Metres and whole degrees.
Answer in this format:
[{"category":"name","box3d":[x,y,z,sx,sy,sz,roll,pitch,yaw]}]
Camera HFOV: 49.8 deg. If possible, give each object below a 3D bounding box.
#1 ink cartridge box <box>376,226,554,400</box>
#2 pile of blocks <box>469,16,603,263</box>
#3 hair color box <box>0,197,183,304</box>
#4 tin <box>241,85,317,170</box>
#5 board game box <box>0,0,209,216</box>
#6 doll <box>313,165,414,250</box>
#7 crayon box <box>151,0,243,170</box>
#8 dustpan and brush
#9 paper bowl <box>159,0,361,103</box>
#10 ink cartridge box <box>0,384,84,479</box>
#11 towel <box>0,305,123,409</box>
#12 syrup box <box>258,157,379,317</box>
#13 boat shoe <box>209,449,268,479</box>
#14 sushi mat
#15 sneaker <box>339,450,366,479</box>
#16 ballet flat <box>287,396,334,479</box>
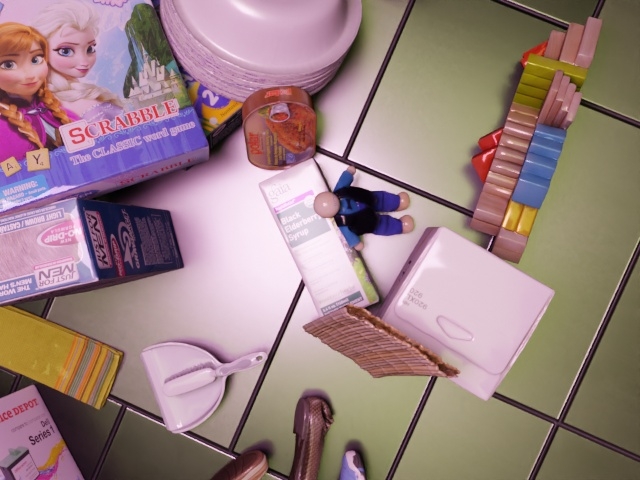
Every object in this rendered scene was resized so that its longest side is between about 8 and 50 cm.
[{"category":"ink cartridge box","box3d":[0.190,0.090,0.971,0.171,0.233,0.168,30,93,4]},{"category":"pile of blocks","box3d":[0.290,-0.156,0.989,0.113,0.149,0.361,19,85,11]},{"category":"hair color box","box3d":[-0.330,0.017,0.959,0.174,0.347,0.105,-14,89,5]},{"category":"tin","box3d":[-0.062,-0.163,1.016,0.106,0.189,0.040,-11,69,-7]},{"category":"board game box","box3d":[-0.356,-0.211,0.938,0.319,0.066,0.317,-21,82,-14]},{"category":"doll","box3d":[0.059,-0.049,1.011,0.046,0.189,0.129,-18,77,43]},{"category":"crayon box","box3d":[-0.243,-0.293,1.053,0.203,0.083,0.323,-43,86,-14]},{"category":"dustpan and brush","box3d":[-0.178,0.212,1.091,0.211,0.060,0.147,-21,89,5]},{"category":"paper bowl","box3d":[-0.079,-0.348,0.979,0.285,0.148,0.284,6,68,-15]},{"category":"ink cartridge box","box3d":[-0.467,0.381,1.048,0.117,0.201,0.278,-29,88,4]},{"category":"towel","box3d":[-0.449,0.188,1.135,0.237,0.021,0.102,21,92,5]},{"category":"syrup box","box3d":[0.000,0.000,1.056,0.093,0.096,0.236,-25,89,5]},{"category":"boat shoe","box3d":[-0.146,0.408,1.096,0.190,0.068,0.072,-39,100,14]},{"category":"sushi mat","box3d":[0.063,0.141,0.911,0.151,0.316,0.019,33,75,-3]},{"category":"sneaker","box3d":[0.032,0.431,1.065,0.081,0.080,0.211,5,90,2]},{"category":"ballet flat","box3d":[-0.019,0.369,1.078,0.058,0.084,0.249,8,88,-19]}]
